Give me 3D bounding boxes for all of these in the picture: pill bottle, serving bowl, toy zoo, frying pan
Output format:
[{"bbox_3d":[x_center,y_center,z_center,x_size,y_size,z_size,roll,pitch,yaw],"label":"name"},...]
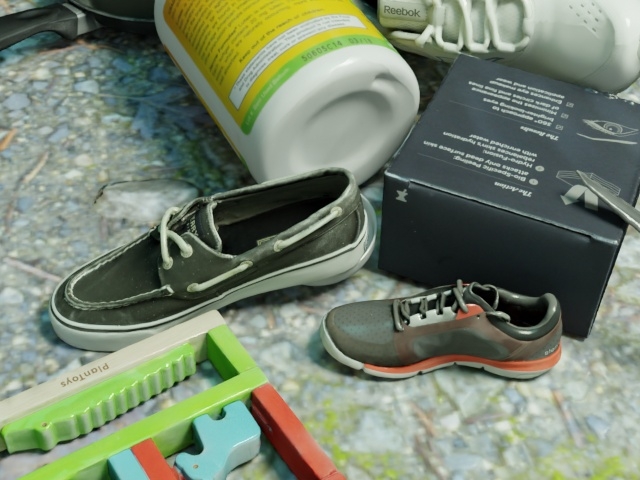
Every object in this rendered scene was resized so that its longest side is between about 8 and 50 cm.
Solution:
[{"bbox_3d":[-0.044,-0.157,0.829,0.136,0.136,0.246,-21,55,-22],"label":"pill bottle"},{"bbox_3d":[0.000,0.000,0.759,0.083,0.027,0.083,-5,52,6],"label":"serving bowl"},{"bbox_3d":[-0.068,0.174,0.580,0.192,0.030,0.293,-23,50,-24],"label":"toy zoo"},{"bbox_3d":[-0.169,-0.205,0.952,0.197,0.053,0.326,16,47,12],"label":"frying pan"}]

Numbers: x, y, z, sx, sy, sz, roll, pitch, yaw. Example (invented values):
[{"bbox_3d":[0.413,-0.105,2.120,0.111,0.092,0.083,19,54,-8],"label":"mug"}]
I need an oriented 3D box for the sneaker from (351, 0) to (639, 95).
[{"bbox_3d":[0.120,-0.169,0.844,0.129,0.111,0.297,-9,21,-39],"label":"sneaker"}]

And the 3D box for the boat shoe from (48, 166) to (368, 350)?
[{"bbox_3d":[-0.077,0.004,0.707,0.219,0.070,0.078,-20,53,-5],"label":"boat shoe"}]

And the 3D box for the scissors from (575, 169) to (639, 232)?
[{"bbox_3d":[0.281,0.051,0.652,0.109,0.021,0.297,-29,69,-22],"label":"scissors"}]

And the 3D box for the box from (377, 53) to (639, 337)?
[{"bbox_3d":[0.140,-0.037,0.761,0.156,0.093,0.158,18,45,16],"label":"box"}]

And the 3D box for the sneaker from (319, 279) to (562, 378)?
[{"bbox_3d":[0.078,0.046,0.692,0.157,0.065,0.061,1,44,-2],"label":"sneaker"}]
